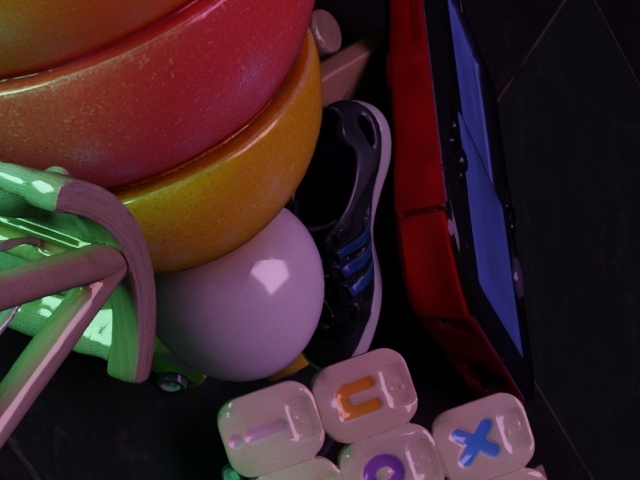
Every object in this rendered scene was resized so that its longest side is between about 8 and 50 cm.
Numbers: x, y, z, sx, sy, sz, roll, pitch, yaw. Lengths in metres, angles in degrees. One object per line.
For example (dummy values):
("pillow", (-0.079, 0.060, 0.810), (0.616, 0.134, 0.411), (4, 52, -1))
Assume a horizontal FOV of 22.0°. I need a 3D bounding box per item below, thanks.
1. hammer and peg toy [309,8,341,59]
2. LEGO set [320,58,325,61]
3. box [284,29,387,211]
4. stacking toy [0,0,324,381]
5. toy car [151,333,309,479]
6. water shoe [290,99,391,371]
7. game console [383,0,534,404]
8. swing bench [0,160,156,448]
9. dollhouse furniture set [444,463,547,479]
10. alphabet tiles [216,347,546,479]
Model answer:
("hammer and peg toy", (-0.104, -0.207, 1.214), (0.266, 0.127, 0.361), (60, 36, -15))
("LEGO set", (0.009, -0.159, 1.424), (0.083, 0.023, 0.054), (20, 61, -47))
("box", (-0.010, -0.067, 1.246), (0.021, 0.164, 0.201), (27, 25, 11))
("stacking toy", (-0.113, -0.103, 0.949), (0.350, 0.350, 0.480), (-67, 148, -41))
("toy car", (-0.065, 0.095, 1.198), (0.225, 0.053, 0.239), (36, 50, -39))
("water shoe", (0.000, 0.000, 1.177), (0.080, 0.073, 0.203), (-11, 108, -61))
("game console", (0.121, -0.059, 1.377), (0.386, 0.060, 0.342), (53, 34, -66))
("swing bench", (-0.250, 0.021, 0.788), (0.254, 0.253, 0.165), (-45, 145, -49))
("dollhouse furniture set", (0.108, 0.255, 1.276), (0.144, 0.151, 0.123), (-20, 93, -52))
("alphabet tiles", (0.035, 0.226, 1.153), (0.278, 0.021, 0.284), (-19, 92, -9))
